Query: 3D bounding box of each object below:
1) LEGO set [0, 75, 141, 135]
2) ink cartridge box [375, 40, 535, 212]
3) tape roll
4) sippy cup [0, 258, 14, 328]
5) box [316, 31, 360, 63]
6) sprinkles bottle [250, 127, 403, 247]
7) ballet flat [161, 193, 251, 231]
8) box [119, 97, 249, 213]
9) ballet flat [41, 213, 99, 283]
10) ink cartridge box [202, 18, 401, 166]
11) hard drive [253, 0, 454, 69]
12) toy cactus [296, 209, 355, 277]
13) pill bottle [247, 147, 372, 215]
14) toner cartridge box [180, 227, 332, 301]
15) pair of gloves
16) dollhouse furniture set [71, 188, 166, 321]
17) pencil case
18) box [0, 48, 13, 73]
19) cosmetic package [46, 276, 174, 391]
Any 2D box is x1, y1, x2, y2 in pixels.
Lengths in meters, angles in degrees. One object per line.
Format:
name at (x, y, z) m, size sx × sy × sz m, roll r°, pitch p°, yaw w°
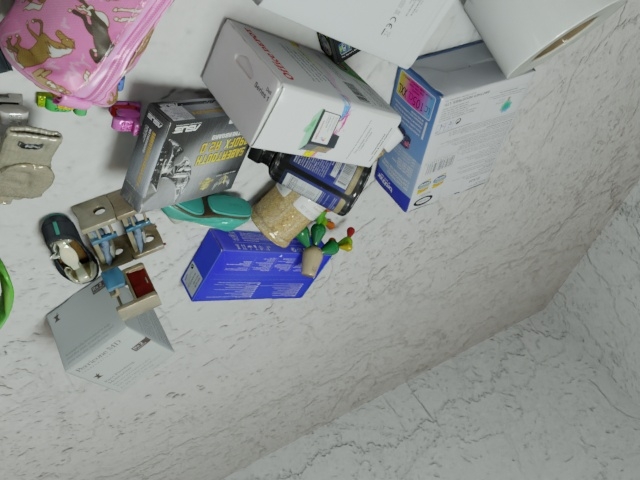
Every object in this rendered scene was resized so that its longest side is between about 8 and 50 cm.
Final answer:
LEGO set at (-0.352, -0.199, 0.795) m, size 0.227 × 0.093 × 0.087 m, roll -7°, pitch 138°, yaw -38°
ink cartridge box at (0.291, -0.237, 1.307) m, size 0.270 × 0.151 × 0.396 m, roll -20°, pitch 143°, yaw -23°
tape roll at (0.420, -0.448, 1.053) m, size 0.246 × 0.169 × 0.246 m, roll -30°, pitch 178°, yaw -1°
sippy cup at (-0.637, 0.092, 0.800) m, size 0.305 × 0.240 × 0.224 m, roll -58°, pitch 164°, yaw -57°
box at (0.104, -0.454, 0.932) m, size 0.270 × 0.060 × 0.216 m, roll -32°, pitch 148°, yaw -7°
sprinkles bottle at (0.008, -0.143, 1.188) m, size 0.355 × 0.121 × 0.121 m, roll -42°, pitch 148°, yaw 10°
ballet flat at (-0.248, -0.060, 1.094) m, size 0.087 × 0.083 × 0.247 m, roll -38°, pitch 149°, yaw 29°
box at (-0.215, -0.153, 0.955) m, size 0.231 × 0.056 × 0.183 m, roll -25°, pitch 151°, yaw -54°
ballet flat at (-0.456, 0.038, 1.025) m, size 0.074 × 0.074 × 0.203 m, roll -25°, pitch 146°, yaw -18°
ink cartridge box at (-0.031, -0.241, 0.944) m, size 0.278 × 0.201 × 0.117 m, roll 2°, pitch 132°, yaw -44°
hard drive at (0.086, -0.418, 0.863) m, size 0.353 × 0.047 × 0.233 m, roll 3°, pitch 132°, yaw -45°
toy cactus at (0.000, 0.000, 1.333) m, size 0.219 × 0.112 × 0.181 m, roll 31°, pitch 67°, yaw -47°
pill bottle at (-0.022, -0.147, 1.060) m, size 0.219 × 0.123 × 0.123 m, roll 28°, pitch 121°, yaw -7°
toner cartridge box at (-0.146, 0.064, 1.350) m, size 0.347 × 0.075 × 0.165 m, roll 5°, pitch 131°, yaw -46°
pair of gloves at (-0.508, -0.107, 0.786) m, size 0.240 × 0.042 × 0.204 m, roll -4°, pitch 153°, yaw -35°
dollhouse furniture set at (-0.339, 0.018, 1.002) m, size 0.128 × 0.184 × 0.129 m, roll -24°, pitch 146°, yaw -19°
pencil case at (-0.222, -0.339, 0.661) m, size 0.160 × 0.167 × 0.386 m, roll 35°, pitch 110°, yaw -28°
box at (-0.498, -0.251, 0.628) m, size 0.220 × 0.051 × 0.175 m, roll -23°, pitch 146°, yaw -22°
cosmetic package at (-0.438, 0.199, 1.171) m, size 0.151 × 0.151 × 0.184 m, roll -37°, pitch 148°, yaw -1°
